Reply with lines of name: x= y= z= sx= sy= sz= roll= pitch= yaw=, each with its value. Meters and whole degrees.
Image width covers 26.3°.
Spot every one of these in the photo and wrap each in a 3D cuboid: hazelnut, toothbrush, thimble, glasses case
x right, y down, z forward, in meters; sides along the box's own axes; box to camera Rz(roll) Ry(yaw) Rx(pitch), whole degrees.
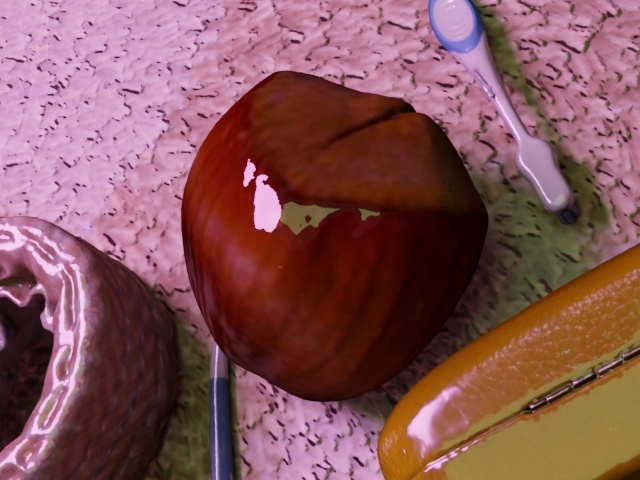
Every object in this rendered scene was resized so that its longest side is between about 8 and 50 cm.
hazelnut: x=0.002 y=0.000 z=0.929 sx=0.181 sy=0.181 sz=0.212 roll=-33 pitch=57 yaw=-21
toothbrush: x=-0.075 y=0.122 z=0.996 sx=0.025 sy=0.019 sz=0.276 roll=-16 pitch=65 yaw=26
toothbrush: x=0.095 y=-0.169 z=1.011 sx=0.040 sy=0.040 sz=0.386 roll=-32 pitch=60 yaw=12
thimble: x=-0.213 y=0.106 z=1.001 sx=0.196 sy=0.148 sz=0.229 roll=-9 pitch=70 yaw=21
glasses case: x=0.210 y=0.067 z=0.784 sx=0.371 sy=0.173 sz=0.141 roll=-30 pitch=62 yaw=11
